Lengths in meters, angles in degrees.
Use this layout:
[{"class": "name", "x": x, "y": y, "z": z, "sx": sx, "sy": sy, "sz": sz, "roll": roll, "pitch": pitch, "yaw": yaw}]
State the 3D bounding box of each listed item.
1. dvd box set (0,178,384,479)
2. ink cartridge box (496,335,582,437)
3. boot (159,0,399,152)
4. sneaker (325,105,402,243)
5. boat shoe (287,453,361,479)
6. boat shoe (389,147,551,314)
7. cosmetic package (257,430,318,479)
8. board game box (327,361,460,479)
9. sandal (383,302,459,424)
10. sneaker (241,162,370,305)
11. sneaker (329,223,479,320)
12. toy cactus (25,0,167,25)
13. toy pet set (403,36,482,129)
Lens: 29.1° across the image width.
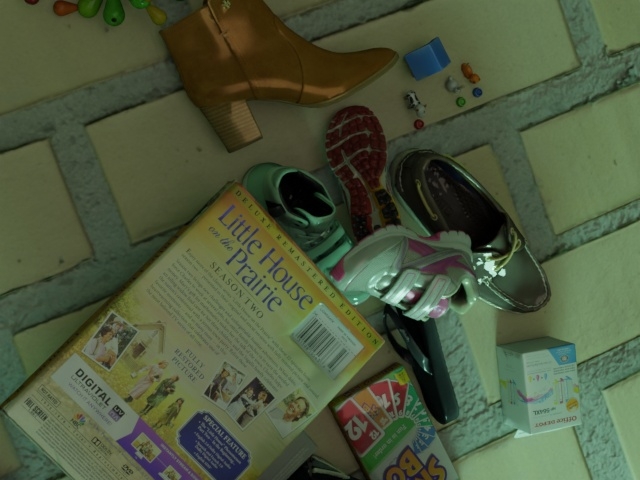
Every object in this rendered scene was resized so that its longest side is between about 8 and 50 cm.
[{"class": "dvd box set", "x": -0.159, "y": 0.172, "z": 1.606, "sx": 0.420, "sy": 0.062, "sz": 0.307, "roll": -46, "pitch": 104, "yaw": -14}, {"class": "ink cartridge box", "x": 0.331, "y": 0.226, "z": 1.859, "sx": 0.092, "sy": 0.090, "sz": 0.143, "roll": -9, "pitch": 95, "yaw": -18}, {"class": "boot", "x": -0.055, "y": -0.272, "z": 1.696, "sx": 0.295, "sy": 0.104, "sz": 0.211, "roll": -28, "pitch": 102, "yaw": -11}, {"class": "sneaker", "x": 0.060, "y": -0.083, "z": 1.763, "sx": 0.088, "sy": 0.093, "sz": 0.225, "roll": -10, "pitch": 82, "yaw": 2}, {"class": "boat shoe", "x": 0.090, "y": 0.426, "z": 1.728, "sx": 0.340, "sy": 0.158, "sz": 0.127, "roll": 29, "pitch": 91, "yaw": -8}, {"class": "boat shoe", "x": 0.233, "y": -0.007, "z": 1.809, "sx": 0.116, "sy": 0.097, "sz": 0.324, "roll": -45, "pitch": 105, "yaw": -11}, {"class": "cosmetic package", "x": -0.130, "y": 0.239, "z": 1.704, "sx": 0.127, "sy": 0.107, "sz": 0.238, "roll": -41, "pitch": 101, "yaw": -13}, {"class": "board game box", "x": 0.122, "y": 0.323, "z": 1.828, "sx": 0.124, "sy": 0.039, "sz": 0.259, "roll": -30, "pitch": 104, "yaw": -13}, {"class": "sandal", "x": 0.137, "y": 0.156, "z": 1.788, "sx": 0.054, "sy": 0.097, "sz": 0.254, "roll": -23, "pitch": 100, "yaw": -16}, {"class": "sneaker", "x": -0.001, "y": 0.000, "z": 1.705, "sx": 0.094, "sy": 0.151, "sz": 0.256, "roll": -45, "pitch": 106, "yaw": -12}, {"class": "sneaker", "x": 0.128, "y": 0.050, "z": 1.669, "sx": 0.252, "sy": 0.103, "sz": 0.111, "roll": -2, "pitch": 54, "yaw": -36}, {"class": "toy cactus", "x": -0.278, "y": -0.376, "z": 1.627, "sx": 0.219, "sy": 0.112, "sz": 0.180, "roll": 1, "pitch": 83, "yaw": -10}, {"class": "toy pet set", "x": 0.178, "y": -0.237, "z": 1.794, "sx": 0.122, "sy": 0.065, "sz": 0.114, "roll": -31, "pitch": 102, "yaw": -15}]
